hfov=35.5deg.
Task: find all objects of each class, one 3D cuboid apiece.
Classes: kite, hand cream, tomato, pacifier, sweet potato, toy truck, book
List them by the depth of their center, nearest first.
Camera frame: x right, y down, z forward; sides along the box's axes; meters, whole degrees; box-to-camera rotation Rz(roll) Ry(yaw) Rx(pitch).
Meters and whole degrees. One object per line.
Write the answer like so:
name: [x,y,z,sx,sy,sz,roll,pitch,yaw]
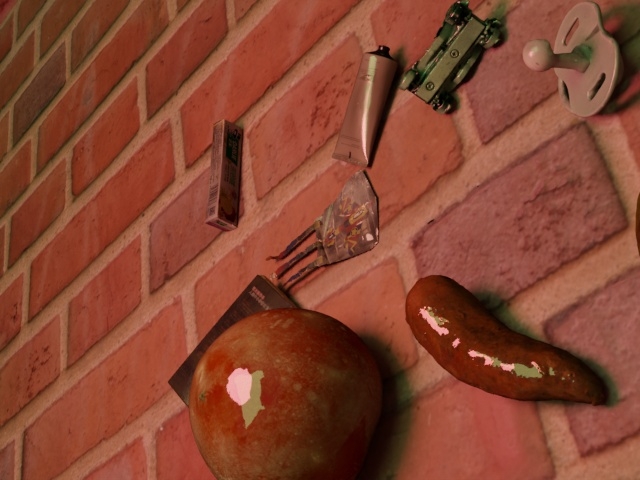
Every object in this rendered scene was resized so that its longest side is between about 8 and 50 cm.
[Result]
sweet potato: [0.197,0.128,1.156,0.292,0.097,0.097,35,101,46]
pacifier: [0.290,-0.212,1.184,0.126,0.117,0.150,115,150,-54]
tomato: [-0.058,0.219,1.326,0.270,0.223,0.270,-33,47,43]
toy truck: [0.179,-0.258,1.395,0.154,0.080,0.078,-55,11,18]
hand cream: [0.070,-0.206,1.524,0.087,0.054,0.186,23,98,50]
book: [-0.121,0.178,1.533,0.228,0.024,0.160,-50,49,1]
kite: [0.001,0.001,1.534,0.245,0.015,0.141,-35,46,33]

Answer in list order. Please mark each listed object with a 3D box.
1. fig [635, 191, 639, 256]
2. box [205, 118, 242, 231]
fig: [0.408,-0.012,0.832,0.271,0.239,0.239,-26,52,27]
box: [-0.171,-0.118,1.790,0.041,0.050,0.207,-24,55,40]
